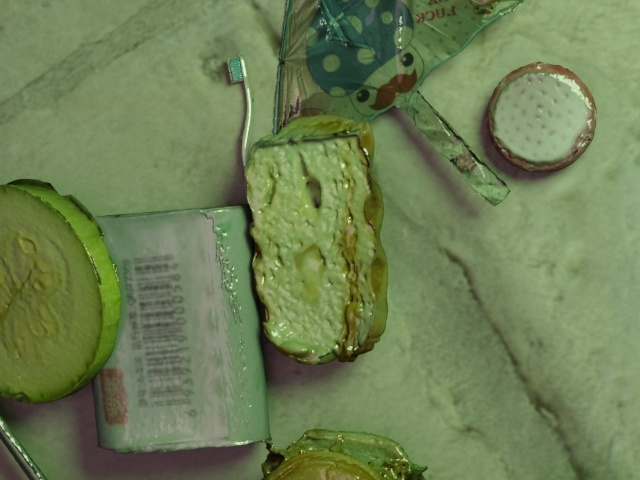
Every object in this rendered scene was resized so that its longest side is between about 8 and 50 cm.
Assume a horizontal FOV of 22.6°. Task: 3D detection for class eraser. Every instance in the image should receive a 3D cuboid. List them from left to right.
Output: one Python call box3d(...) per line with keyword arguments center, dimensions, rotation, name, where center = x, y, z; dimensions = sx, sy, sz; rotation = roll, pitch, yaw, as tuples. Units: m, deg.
box3d(center=(-0.140, 0.084, 1.541), dimensions=(0.174, 0.081, 0.227), rotation=(-4, 93, 9), name="eraser")

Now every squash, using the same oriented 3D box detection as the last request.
box3d(center=(-0.283, 0.052, 1.542), dimensions=(0.219, 0.041, 0.219), rotation=(5, 100, 34), name="squash")

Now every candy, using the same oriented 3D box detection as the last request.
box3d(center=(0.205, -0.114, 1.487), dimensions=(0.103, 0.043, 0.103), rotation=(1, 95, 8), name="candy")

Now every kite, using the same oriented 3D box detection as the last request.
box3d(center=(0.065, -0.151, 1.504), dimensions=(0.335, 0.011, 0.314), rotation=(-41, 78, 19), name="kite")

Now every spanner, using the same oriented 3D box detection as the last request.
box3d(center=(-0.308, 0.200, 1.589), dimensions=(0.017, 0.071, 0.302), rotation=(-36, 89, -22), name="spanner")

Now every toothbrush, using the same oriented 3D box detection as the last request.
box3d(center=(-0.068, -0.077, 1.549), dimensions=(0.022, 0.017, 0.204), rotation=(-7, 93, -1), name="toothbrush")

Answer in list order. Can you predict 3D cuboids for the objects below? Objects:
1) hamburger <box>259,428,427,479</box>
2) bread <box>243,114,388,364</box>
box3d(center=(0.019, 0.290, 1.511), dimensions=(0.189, 0.122, 0.215), rotation=(8, 99, 15), name="hamburger")
box3d(center=(0.000, 0.000, 1.499), dimensions=(0.128, 0.088, 0.232), rotation=(-1, 100, 14), name="bread")
